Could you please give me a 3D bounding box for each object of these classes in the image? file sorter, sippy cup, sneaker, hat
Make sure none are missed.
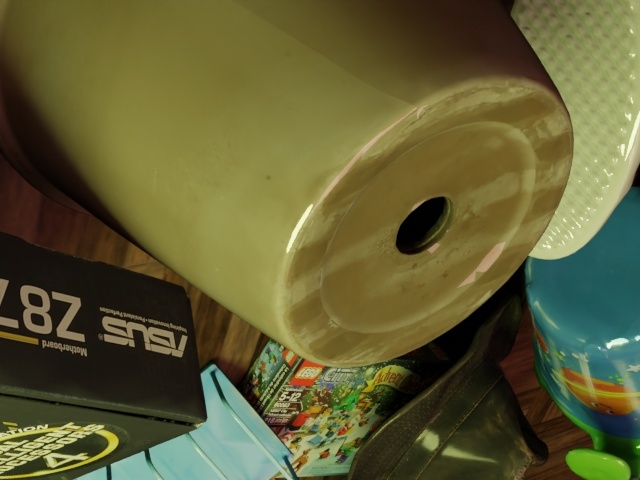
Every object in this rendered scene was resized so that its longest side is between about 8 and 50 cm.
[{"bbox_3d":[-0.116,0.212,1.023,0.170,0.104,0.118,-39,105,-2],"label":"file sorter"},{"bbox_3d":[0.302,0.063,1.166,0.240,0.305,0.224,-27,148,10],"label":"sippy cup"},{"bbox_3d":[0.219,-0.165,0.895,0.150,0.135,0.366,-19,125,-50],"label":"sneaker"},{"bbox_3d":[0.148,0.217,1.205,0.331,0.134,0.331,-43,162,-18],"label":"hat"}]

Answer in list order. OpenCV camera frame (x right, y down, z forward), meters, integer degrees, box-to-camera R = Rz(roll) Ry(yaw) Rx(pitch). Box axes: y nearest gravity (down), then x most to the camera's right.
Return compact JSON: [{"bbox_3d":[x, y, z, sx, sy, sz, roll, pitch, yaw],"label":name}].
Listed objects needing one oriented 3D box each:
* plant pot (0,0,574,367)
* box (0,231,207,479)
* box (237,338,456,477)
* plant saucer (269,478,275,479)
[{"bbox_3d":[-0.018,-0.088,0.690,0.323,0.280,0.323,-24,140,-22],"label":"plant pot"},{"bbox_3d":[-0.309,0.098,0.637,0.395,0.097,0.318,-24,152,27],"label":"box"},{"bbox_3d":[0.011,0.162,1.178,0.233,0.044,0.159,9,122,-47],"label":"box"},{"bbox_3d":[-0.084,0.262,1.223,0.083,0.013,0.083,-25,141,-22],"label":"plant saucer"}]
